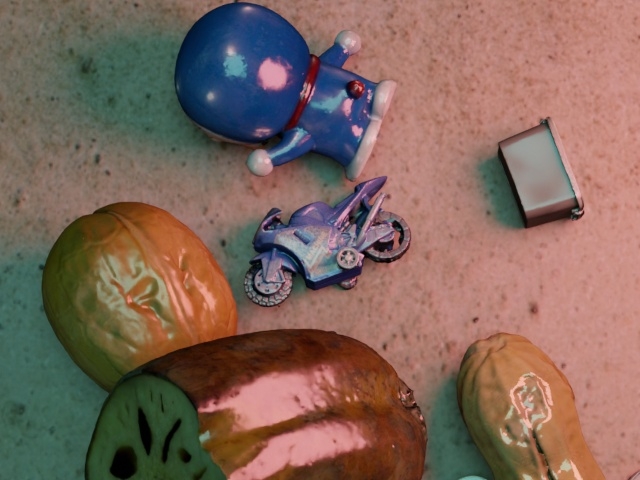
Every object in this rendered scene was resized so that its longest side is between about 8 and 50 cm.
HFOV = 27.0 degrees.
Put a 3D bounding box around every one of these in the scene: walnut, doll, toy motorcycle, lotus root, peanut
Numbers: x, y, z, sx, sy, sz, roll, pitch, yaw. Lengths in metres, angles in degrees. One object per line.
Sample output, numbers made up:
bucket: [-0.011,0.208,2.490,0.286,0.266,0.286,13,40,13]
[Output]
walnut: [-0.196,0.067,1.446,0.193,0.193,0.226,-40,90,-11]
doll: [-0.043,-0.172,1.536,0.256,0.161,0.215,26,62,-12]
toy motorcycle: [0.000,0.000,1.524,0.205,0.076,0.114,-21,70,-8]
lotus root: [-0.045,0.214,1.356,0.346,0.250,0.251,-7,73,-40]
peanut: [0.235,0.235,1.434,0.130,0.130,0.290,-19,74,-6]

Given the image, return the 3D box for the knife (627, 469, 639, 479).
knife: [0.288,0.349,1.457,0.265,0.041,0.073,-41,69,-11]

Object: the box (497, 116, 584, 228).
box: [0.253,-0.074,1.544,0.069,0.084,0.122,-19,76,1]

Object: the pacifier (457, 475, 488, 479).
pacifier: [0.165,0.299,1.453,0.068,0.064,0.083,-9,75,3]
